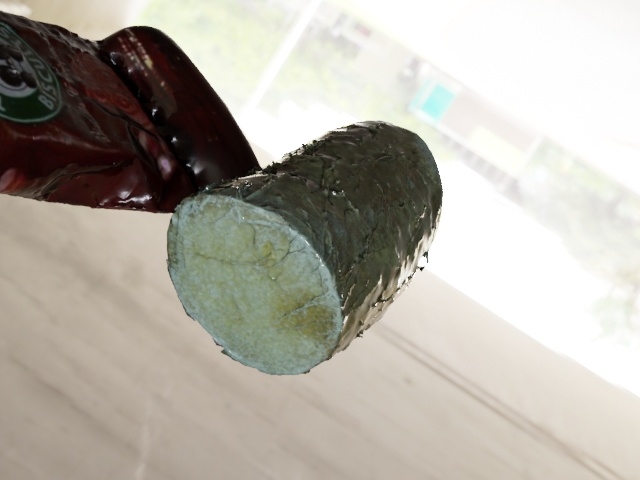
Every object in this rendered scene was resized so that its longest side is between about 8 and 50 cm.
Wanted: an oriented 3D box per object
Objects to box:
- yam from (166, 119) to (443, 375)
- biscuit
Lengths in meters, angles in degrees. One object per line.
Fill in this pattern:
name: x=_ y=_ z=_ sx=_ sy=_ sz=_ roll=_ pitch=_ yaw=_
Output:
yam: x=0.000 y=0.000 z=0.791 sx=0.107 sy=0.107 sz=0.183 roll=34 pitch=-150 yaw=12
biscuit: x=-0.145 y=-0.077 z=0.814 sx=0.235 sy=0.063 sz=0.151 roll=11 pitch=-141 yaw=-49
